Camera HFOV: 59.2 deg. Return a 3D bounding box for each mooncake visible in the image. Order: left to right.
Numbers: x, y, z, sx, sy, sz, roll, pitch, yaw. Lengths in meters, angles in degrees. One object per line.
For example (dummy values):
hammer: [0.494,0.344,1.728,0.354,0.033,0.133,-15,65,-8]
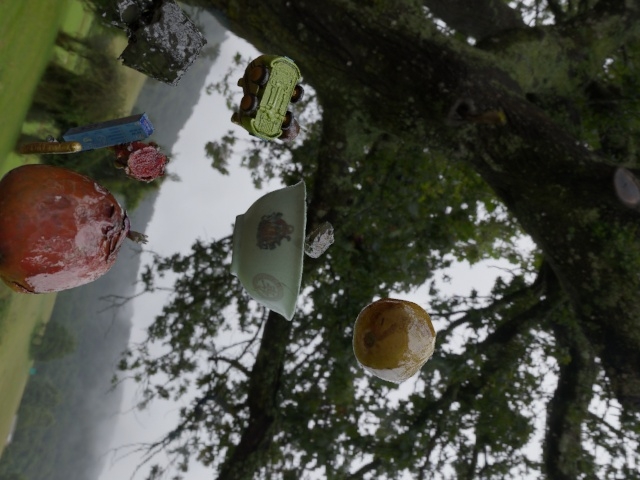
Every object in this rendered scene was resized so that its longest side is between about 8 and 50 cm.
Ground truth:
mooncake: [0.000,0.000,2.142,0.130,0.073,0.125,-44,164,-19]

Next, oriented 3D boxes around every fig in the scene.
fig: [-0.096,-0.369,1.846,0.089,0.125,0.088,10,-73,36]

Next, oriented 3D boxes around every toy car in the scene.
toy car: [-0.168,-0.426,1.661,0.142,0.200,0.247,24,-85,33]

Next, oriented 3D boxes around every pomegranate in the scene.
pomegranate: [0.231,0.306,1.744,0.264,0.264,0.264,-43,-141,49]

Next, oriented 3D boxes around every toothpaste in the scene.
toothpaste: [-0.624,-0.316,1.660,0.272,0.066,0.053,-7,-139,18]

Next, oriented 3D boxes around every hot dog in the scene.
hot dog: [-0.589,-0.202,1.227,0.044,0.137,0.028,-71,159,-63]

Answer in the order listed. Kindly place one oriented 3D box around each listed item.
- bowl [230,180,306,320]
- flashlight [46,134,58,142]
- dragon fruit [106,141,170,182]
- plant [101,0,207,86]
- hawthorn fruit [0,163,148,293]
bowl: [-0.168,0.021,1.708,0.435,0.196,0.434,-174,-90,-81]
flashlight: [-0.795,-0.291,1.685,0.083,0.018,0.018,108,3,-77]
dragon fruit: [-0.596,-0.268,1.809,0.150,0.208,0.133,93,21,-80]
plant: [-0.466,-0.569,1.550,0.199,0.276,0.188,-29,-153,50]
hawthorn fruit: [-0.517,-0.020,1.173,0.276,0.308,0.275,180,-90,-76]
